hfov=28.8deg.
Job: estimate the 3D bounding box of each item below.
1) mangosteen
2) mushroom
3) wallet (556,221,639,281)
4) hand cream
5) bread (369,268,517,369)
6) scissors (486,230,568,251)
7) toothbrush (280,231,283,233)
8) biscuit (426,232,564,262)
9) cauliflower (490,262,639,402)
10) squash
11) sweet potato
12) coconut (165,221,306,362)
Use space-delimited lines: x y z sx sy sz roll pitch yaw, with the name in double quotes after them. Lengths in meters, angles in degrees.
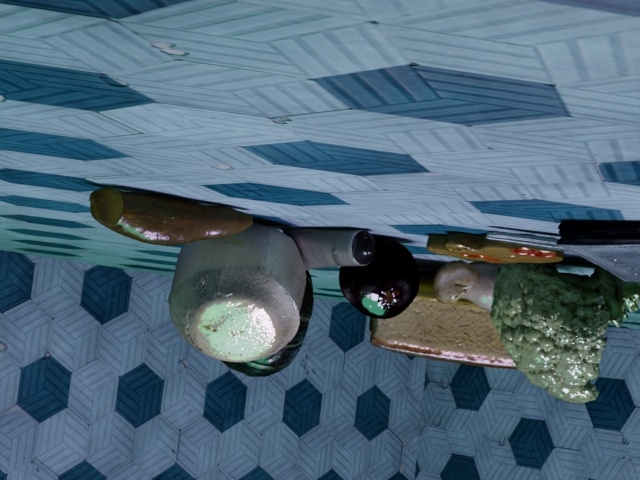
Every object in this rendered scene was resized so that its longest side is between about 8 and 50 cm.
0.089 0.050 2.006 0.137 0.137 0.151 9 -154 -27 "mangosteen"
0.293 0.079 2.183 0.212 0.088 0.097 13 173 -40 "mushroom"
0.411 0.019 1.560 0.167 0.036 0.222 0 164 39 "wallet"
0.016 0.012 1.945 0.186 0.087 0.054 -2 -145 49 "hand cream"
0.265 0.147 2.409 0.333 0.143 0.323 7 -174 2 "bread"
0.443 0.023 1.708 0.447 0.029 0.192 8 174 -8 "scissors"
0.000 0.000 2.082 0.194 0.014 0.017 7 175 -7 "toothbrush"
0.262 0.015 1.825 0.166 0.036 0.225 13 171 -43 "biscuit"
0.409 0.116 2.027 0.250 0.275 0.272 -30 134 2 "cauliflower"
-0.115 0.129 2.336 0.165 0.252 0.252 16 171 -24 "squash"
-0.206 -0.024 1.746 0.244 0.077 0.077 11 173 -31 "sweet potato"
-0.127 0.071 1.969 0.224 0.224 0.234 7 -146 -11 "coconut"
